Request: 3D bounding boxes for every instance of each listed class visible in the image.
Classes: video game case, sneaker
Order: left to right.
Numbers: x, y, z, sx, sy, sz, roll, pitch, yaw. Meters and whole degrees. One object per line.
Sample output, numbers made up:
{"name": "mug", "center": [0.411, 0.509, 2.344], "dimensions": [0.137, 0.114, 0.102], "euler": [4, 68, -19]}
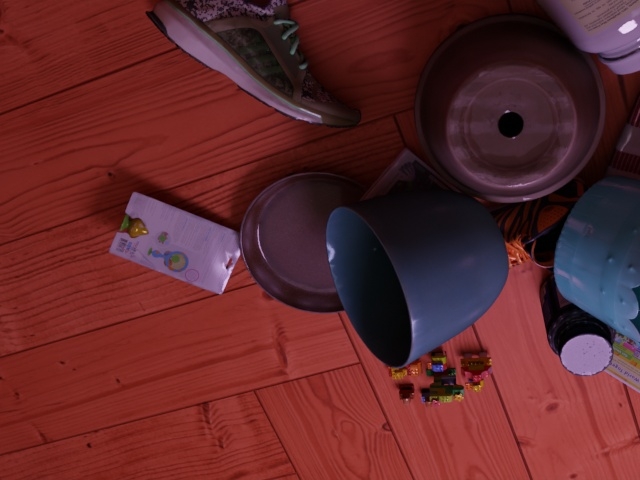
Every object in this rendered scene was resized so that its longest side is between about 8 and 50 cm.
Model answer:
{"name": "sneaker", "center": [-0.084, -0.336, 1.591], "dimensions": [0.410, 0.158, 0.182], "euler": [31, 101, -15]}
{"name": "video game case", "center": [0.172, -0.052, 1.733], "dimensions": [0.190, 0.022, 0.173], "euler": [36, 101, -22]}
{"name": "sneaker", "center": [0.351, 0.009, 1.692], "dimensions": [0.321, 0.180, 0.124], "euler": [-40, 108, 24]}
{"name": "video game case", "center": [0.647, 0.204, 1.793], "dimensions": [0.227, 0.026, 0.206], "euler": [33, 122, 23]}

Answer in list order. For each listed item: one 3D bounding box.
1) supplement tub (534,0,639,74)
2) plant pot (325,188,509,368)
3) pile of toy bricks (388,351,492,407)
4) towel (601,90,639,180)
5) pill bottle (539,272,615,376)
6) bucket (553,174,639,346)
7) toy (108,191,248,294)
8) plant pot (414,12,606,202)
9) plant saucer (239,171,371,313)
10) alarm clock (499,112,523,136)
{"name": "supplement tub", "center": [0.421, -0.435, 1.407], "dimensions": [0.235, 0.235, 0.325], "euler": [-39, 108, 24]}
{"name": "plant pot", "center": [0.179, 0.041, 1.614], "dimensions": [0.235, 0.293, 0.293], "euler": [-21, 119, -19]}
{"name": "pile of toy bricks", "center": [0.246, 0.300, 1.910], "dimensions": [0.212, 0.105, 0.118], "euler": [-5, 118, 10]}
{"name": "towel", "center": [0.633, -0.140, 1.649], "dimensions": [0.237, 0.037, 0.329], "euler": [13, 119, -5]}
{"name": "pill bottle", "center": [0.478, 0.150, 1.732], "dimensions": [0.123, 0.219, 0.122], "euler": [3, 119, 5]}
{"name": "bucket", "center": [0.541, 0.029, 1.563], "dimensions": [0.281, 0.183, 0.281], "euler": [-17, 120, -33]}
{"name": "toy", "center": [-0.279, 0.000, 1.831], "dimensions": [0.237, 0.056, 0.137], "euler": [21, 108, -17]}
{"name": "plant pot", "center": [0.302, -0.197, 1.485], "dimensions": [0.323, 0.280, 0.323], "euler": [2, 104, 9]}
{"name": "plant saucer", "center": [0.000, 0.000, 1.807], "dimensions": [0.311, 0.050, 0.310], "euler": [3, 120, 5]}
{"name": "alarm clock", "center": [0.372, -0.173, 1.661], "dimensions": [0.129, 0.064, 0.192], "euler": [35, 114, -12]}
